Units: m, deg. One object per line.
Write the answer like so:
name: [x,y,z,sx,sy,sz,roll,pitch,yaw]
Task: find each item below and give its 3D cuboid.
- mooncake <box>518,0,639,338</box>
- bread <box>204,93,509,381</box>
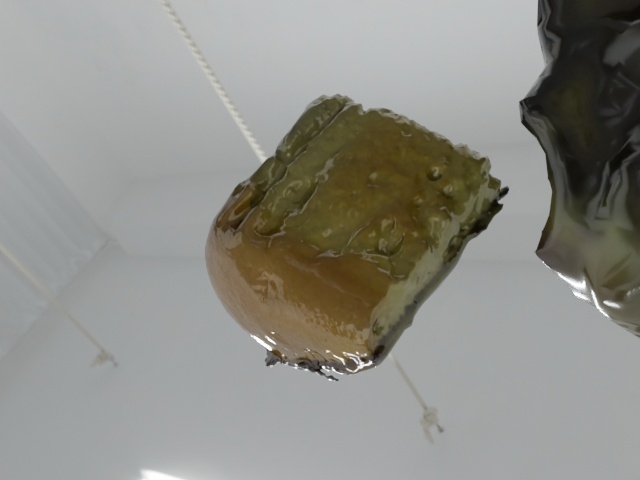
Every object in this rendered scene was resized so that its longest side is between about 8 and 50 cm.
mooncake: [0.234,-0.149,0.339,0.246,0.393,0.394,-11,-144,45]
bread: [0.000,0.000,0.551,0.204,0.162,0.262,-53,-166,-18]
